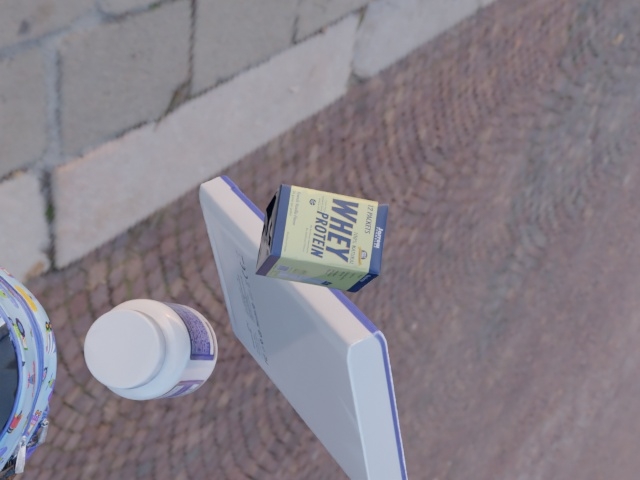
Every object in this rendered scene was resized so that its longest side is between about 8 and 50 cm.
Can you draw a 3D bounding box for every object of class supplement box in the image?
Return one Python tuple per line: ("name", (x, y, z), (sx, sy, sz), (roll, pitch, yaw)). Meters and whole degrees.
("supplement box", (0.000, 0.000, 0.921), (0.083, 0.083, 0.056), (133, -34, -74))

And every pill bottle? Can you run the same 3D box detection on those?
("pill bottle", (-0.191, 0.122, 1.343), (0.112, 0.112, 0.187), (-63, 168, -1))

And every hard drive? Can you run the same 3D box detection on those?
("hard drive", (-0.022, 0.093, 1.184), (0.040, 0.319, 0.210), (-24, 127, -18))

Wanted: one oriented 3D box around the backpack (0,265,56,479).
("backpack", (-0.225, 0.075, 0.688), (0.173, 0.158, 0.117), (-56, 168, 19))
